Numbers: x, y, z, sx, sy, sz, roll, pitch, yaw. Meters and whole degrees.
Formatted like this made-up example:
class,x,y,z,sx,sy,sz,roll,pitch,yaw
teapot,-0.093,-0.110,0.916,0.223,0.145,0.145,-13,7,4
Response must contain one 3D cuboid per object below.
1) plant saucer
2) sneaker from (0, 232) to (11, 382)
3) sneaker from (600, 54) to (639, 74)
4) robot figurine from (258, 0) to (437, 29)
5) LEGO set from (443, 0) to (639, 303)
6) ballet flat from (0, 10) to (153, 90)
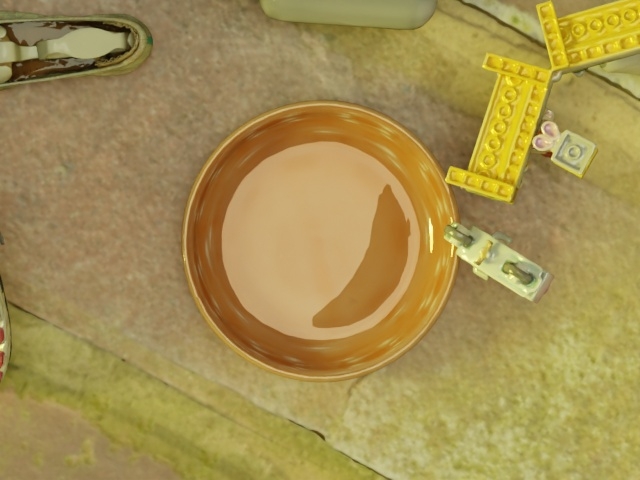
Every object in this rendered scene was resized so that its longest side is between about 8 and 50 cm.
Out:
class,x,y,z,sx,sy,sz,roll,pitch,yaw
plant saucer,0.000,0.000,1.203,0.200,0.037,0.200,0,93,-8
sneaker,-0.266,-0.035,1.130,0.121,0.112,0.299,-5,111,21
sneaker,0.277,-0.126,1.225,0.152,0.054,0.061,-4,96,-8
robot figurine,0.030,-0.272,1.113,0.353,0.200,0.300,-1,131,-7
LEGO set,0.186,-0.098,1.171,0.132,0.107,0.287,41,95,11
ballet flat,-0.200,-0.134,1.163,0.168,0.052,0.057,-9,95,-6
